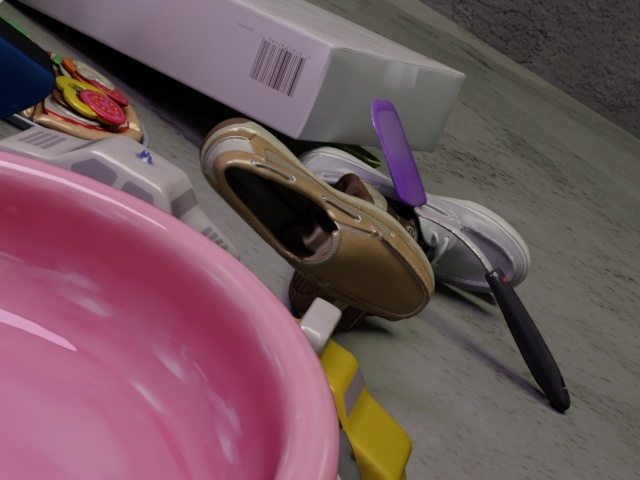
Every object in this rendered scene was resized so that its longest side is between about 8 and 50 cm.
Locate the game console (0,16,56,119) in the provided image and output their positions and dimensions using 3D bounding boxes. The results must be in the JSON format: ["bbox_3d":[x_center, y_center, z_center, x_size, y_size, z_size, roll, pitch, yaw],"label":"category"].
[{"bbox_3d":[-0.305,-0.138,0.780,0.293,0.250,0.173,39,33,-74],"label":"game console"}]

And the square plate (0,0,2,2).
[{"bbox_3d":[-0.344,-0.279,1.110,0.347,0.049,0.344,32,57,4],"label":"square plate"}]

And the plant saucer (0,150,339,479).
[{"bbox_3d":[-0.162,0.069,0.570,0.332,0.084,0.332,11,28,-6],"label":"plant saucer"}]

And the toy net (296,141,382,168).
[{"bbox_3d":[0.078,-0.028,1.484,0.232,0.045,0.122,34,8,13],"label":"toy net"}]

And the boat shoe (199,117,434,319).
[{"bbox_3d":[0.000,0.000,1.041,0.190,0.068,0.072,34,15,-21],"label":"boat shoe"}]

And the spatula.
[{"bbox_3d":[0.120,0.011,1.321,0.296,0.030,0.084,56,17,9],"label":"spatula"}]

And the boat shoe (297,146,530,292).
[{"bbox_3d":[0.074,-0.005,1.396,0.228,0.079,0.081,24,25,-5],"label":"boat shoe"}]

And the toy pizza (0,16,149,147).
[{"bbox_3d":[-0.223,-0.131,1.296,0.201,0.032,0.201,28,16,-9],"label":"toy pizza"}]

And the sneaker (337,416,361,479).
[{"bbox_3d":[-0.046,0.129,0.672,0.140,0.125,0.341,6,27,-47],"label":"sneaker"}]

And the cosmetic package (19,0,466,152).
[{"bbox_3d":[-0.087,-0.202,1.552,0.377,0.097,0.284,28,15,26],"label":"cosmetic package"}]

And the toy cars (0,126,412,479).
[{"bbox_3d":[-0.074,0.023,1.003,0.176,0.087,0.393,15,22,-45],"label":"toy cars"}]

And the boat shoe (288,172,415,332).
[{"bbox_3d":[0.042,0.018,1.228,0.095,0.095,0.257,39,16,-9],"label":"boat shoe"}]
